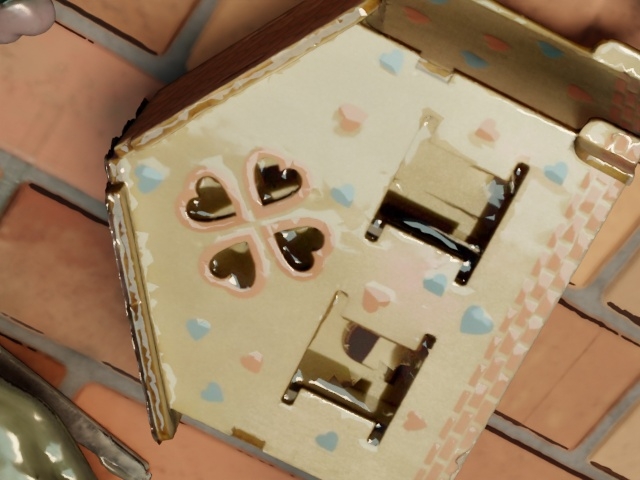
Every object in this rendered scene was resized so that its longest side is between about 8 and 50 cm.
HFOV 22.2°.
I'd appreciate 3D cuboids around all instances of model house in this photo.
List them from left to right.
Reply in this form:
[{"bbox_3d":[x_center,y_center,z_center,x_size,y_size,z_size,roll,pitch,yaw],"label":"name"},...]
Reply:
[{"bbox_3d":[0.000,0.000,0.879,0.244,0.169,0.326,25,113,-5],"label":"model house"}]

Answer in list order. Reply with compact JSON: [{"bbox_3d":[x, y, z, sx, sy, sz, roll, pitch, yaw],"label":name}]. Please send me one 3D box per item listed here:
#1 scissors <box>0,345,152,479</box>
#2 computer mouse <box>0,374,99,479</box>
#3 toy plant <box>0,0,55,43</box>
[{"bbox_3d":[-0.239,0.048,0.975,0.360,0.029,0.191,40,112,-20],"label":"scissors"},{"bbox_3d":[-0.220,0.258,1.036,0.228,0.145,0.429,1,112,15],"label":"computer mouse"},{"bbox_3d":[-0.186,-0.220,0.769,0.232,0.113,0.243,33,121,-16],"label":"toy plant"}]
